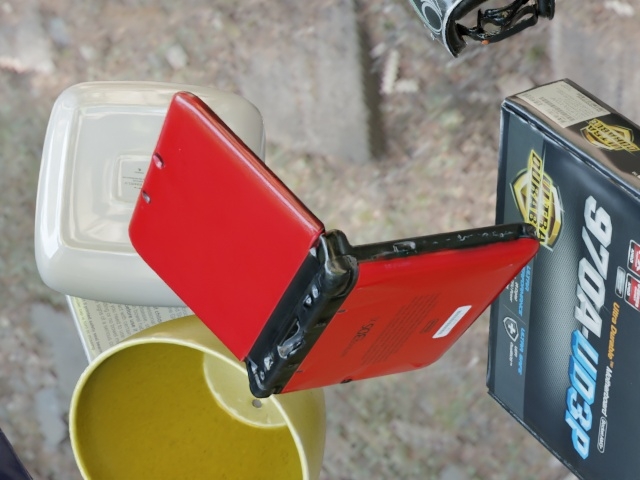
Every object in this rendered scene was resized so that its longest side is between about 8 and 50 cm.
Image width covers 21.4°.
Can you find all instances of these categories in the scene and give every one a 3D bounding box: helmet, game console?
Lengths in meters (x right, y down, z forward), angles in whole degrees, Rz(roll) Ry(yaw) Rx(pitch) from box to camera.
[{"bbox_3d":[0.157,-0.286,1.739,0.169,0.169,0.161,-60,41,48],"label":"helmet"},{"bbox_3d":[0.000,0.000,0.667,0.144,0.124,0.085,122,137,-64],"label":"game console"}]

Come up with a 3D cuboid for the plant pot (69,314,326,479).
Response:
[{"bbox_3d":[-0.049,0.090,0.886,0.134,0.095,0.134,10,118,20],"label":"plant pot"}]

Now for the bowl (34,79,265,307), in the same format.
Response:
[{"bbox_3d":[-0.109,-0.033,1.040,0.142,0.142,0.053,4,171,6],"label":"bowl"}]

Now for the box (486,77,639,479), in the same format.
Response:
[{"bbox_3d":[0.167,0.042,0.959,0.175,0.051,0.220,43,144,44],"label":"box"}]

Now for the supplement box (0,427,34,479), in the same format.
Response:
[{"bbox_3d":[-0.332,0.241,0.983,0.194,0.195,0.356,47,114,44],"label":"supplement box"}]

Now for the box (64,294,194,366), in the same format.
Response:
[{"bbox_3d":[-0.107,0.043,1.197,0.072,0.137,0.126,-154,46,-78],"label":"box"}]
